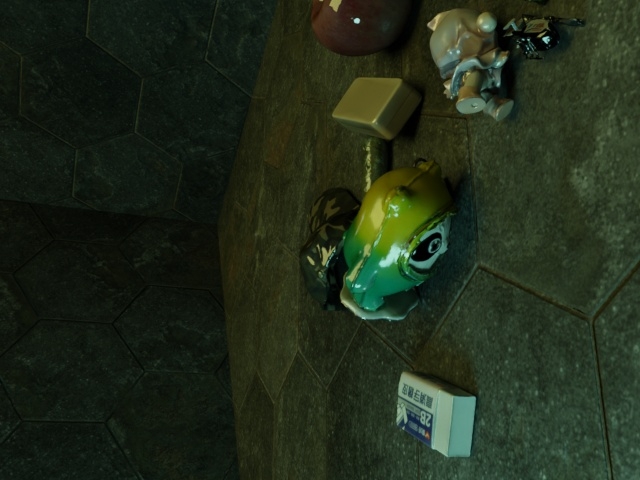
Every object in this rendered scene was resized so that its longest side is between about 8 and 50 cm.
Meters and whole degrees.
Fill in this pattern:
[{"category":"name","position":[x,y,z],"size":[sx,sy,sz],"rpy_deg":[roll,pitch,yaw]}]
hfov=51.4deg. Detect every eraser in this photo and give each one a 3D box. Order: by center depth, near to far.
[{"category":"eraser","position":[0.232,0.348,1.358],"size":[0.210,0.068,0.124],"rpy_deg":[-174,91,-70]}]

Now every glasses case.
[{"category":"glasses case","position":[0.141,-0.356,1.769],"size":[0.144,0.076,0.336],"rpy_deg":[-56,22,3]}]

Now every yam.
[{"category":"yam","position":[0.145,-0.190,1.780],"size":[0.078,0.078,0.179],"rpy_deg":[150,125,-67]}]

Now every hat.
[{"category":"hat","position":[0.000,0.000,1.965],"size":[0.382,0.258,0.365],"rpy_deg":[39,121,45]}]

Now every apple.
[{"category":"apple","position":[0.109,-0.636,1.790],"size":[0.306,0.235,0.305],"rpy_deg":[-170,90,-73]}]

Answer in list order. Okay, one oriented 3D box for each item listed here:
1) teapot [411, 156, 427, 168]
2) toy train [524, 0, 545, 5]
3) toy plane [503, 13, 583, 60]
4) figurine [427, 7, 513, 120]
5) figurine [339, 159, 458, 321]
[{"category":"teapot","position":[0.220,-0.135,1.549],"size":[0.076,0.068,0.121],"rpy_deg":[-136,55,-67]},{"category":"toy train","position":[0.389,-0.472,1.222],"size":[0.093,0.038,0.056],"rpy_deg":[-105,31,-47]},{"category":"toy plane","position":[0.380,-0.369,1.189],"size":[0.078,0.053,0.197],"rpy_deg":[-44,22,4]},{"category":"figurine","position":[0.293,-0.350,1.310],"size":[0.200,0.133,0.275],"rpy_deg":[87,177,-55]},{"category":"figurine","position":[0.160,-0.005,1.428],"size":[0.232,0.324,0.339],"rpy_deg":[31,129,20]}]
